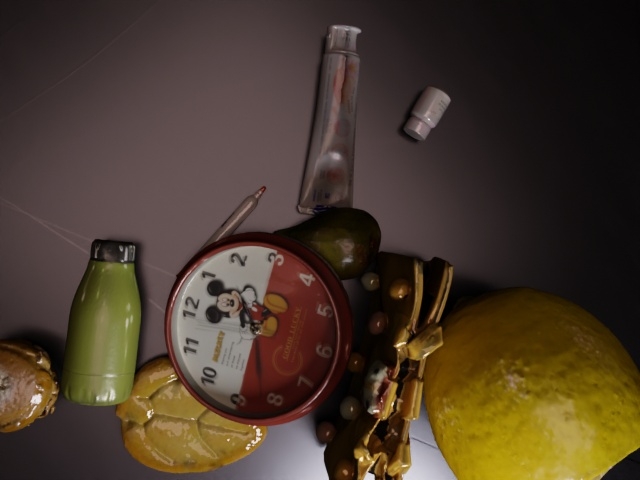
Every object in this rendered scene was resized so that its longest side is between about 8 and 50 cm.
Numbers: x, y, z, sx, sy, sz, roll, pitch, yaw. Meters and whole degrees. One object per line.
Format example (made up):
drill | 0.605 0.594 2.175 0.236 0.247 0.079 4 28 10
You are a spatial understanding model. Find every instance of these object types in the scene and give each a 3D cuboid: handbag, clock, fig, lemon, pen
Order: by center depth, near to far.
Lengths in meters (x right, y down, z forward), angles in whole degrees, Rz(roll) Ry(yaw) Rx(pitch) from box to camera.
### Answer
handbag | 0.104 0.210 1.029 0.133 0.283 0.400 16 91 -5
lemon | 0.321 0.233 1.038 0.365 0.364 0.363 0 92 -8
clock | -0.103 0.143 1.053 0.319 0.080 0.318 0 92 12
fig | 0.011 0.012 1.111 0.126 0.185 0.132 51 43 -31
pen | -0.168 -0.012 1.113 0.026 0.026 0.218 42 86 -7

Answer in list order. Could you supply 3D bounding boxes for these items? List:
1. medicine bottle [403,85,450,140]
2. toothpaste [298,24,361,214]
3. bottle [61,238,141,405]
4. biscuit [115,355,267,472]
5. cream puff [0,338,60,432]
medicine bottle | 0.188 -0.225 1.144 0.052 0.052 0.089 31 87 -8
toothpaste | 0.025 -0.203 1.119 0.100 0.066 0.323 5 96 -13
bottle | -0.350 0.129 1.049 0.112 0.112 0.260 6 89 -8
biscuit | -0.219 0.304 1.106 0.260 0.041 0.202 14 88 -4
cream puff | -0.498 0.231 1.029 0.165 0.115 0.150 25 81 1
